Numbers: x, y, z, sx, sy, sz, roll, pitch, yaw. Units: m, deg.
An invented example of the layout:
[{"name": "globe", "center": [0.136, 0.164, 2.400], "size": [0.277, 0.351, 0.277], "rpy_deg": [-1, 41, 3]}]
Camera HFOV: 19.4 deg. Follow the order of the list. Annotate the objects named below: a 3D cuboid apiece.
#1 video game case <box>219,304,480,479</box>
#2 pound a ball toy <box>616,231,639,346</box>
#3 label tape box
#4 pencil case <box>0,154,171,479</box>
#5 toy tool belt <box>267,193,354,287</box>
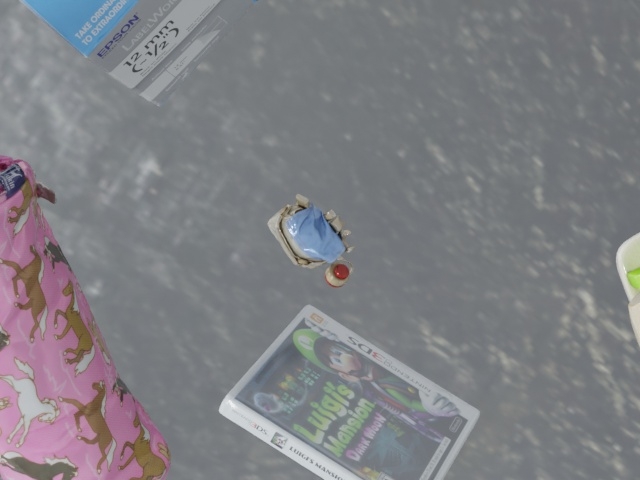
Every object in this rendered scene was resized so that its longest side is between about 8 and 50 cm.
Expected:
[{"name": "video game case", "center": [0.028, 0.136, 1.488], "size": [0.173, 0.190, 0.022], "rpy_deg": [32, 118, 6]}, {"name": "pound a ball toy", "center": [0.313, 0.023, 1.054], "size": [0.319, 0.208, 0.135], "rpy_deg": [-24, 95, -6]}, {"name": "label tape box", "center": [-0.168, -0.291, 1.909], "size": [0.115, 0.348, 0.249], "rpy_deg": [44, 93, 13]}, {"name": "pencil case", "center": [-0.283, 0.103, 1.821], "size": [0.167, 0.386, 0.160], "rpy_deg": [-20, 26, 2]}, {"name": "toy tool belt", "center": [0.000, 0.000, 1.529], "size": [0.052, 0.083, 0.051], "rpy_deg": [-48, 7, -34]}]
